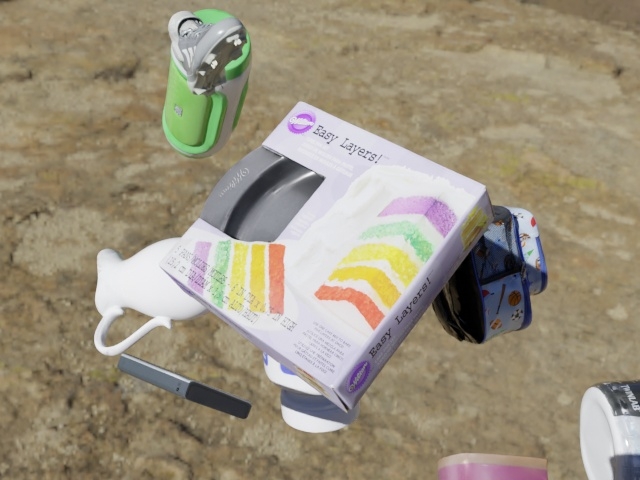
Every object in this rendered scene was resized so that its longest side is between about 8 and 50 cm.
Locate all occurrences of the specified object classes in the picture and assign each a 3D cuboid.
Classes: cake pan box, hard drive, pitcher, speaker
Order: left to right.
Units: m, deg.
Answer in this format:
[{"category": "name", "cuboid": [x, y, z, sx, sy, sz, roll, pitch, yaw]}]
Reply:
[{"category": "pitcher", "cuboid": [-0.248, 0.086, 1.264, 0.207, 0.125, 0.178, -6, 66, 26]}, {"category": "hard drive", "cuboid": [-0.153, 0.161, 0.927, 0.135, 0.022, 0.094, 9, -16, 45]}, {"category": "speaker", "cuboid": [-0.190, -0.244, 1.364, 0.131, 0.296, 0.131, 5, 68, -12]}, {"category": "cake pan box", "cuboid": [0.000, 0.000, 0.846, 0.267, 0.070, 0.246, 32, 73, 34]}]

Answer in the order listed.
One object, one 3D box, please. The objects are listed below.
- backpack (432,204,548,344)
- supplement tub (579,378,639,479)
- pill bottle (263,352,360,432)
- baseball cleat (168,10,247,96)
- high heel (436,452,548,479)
[{"category": "backpack", "cuboid": [0.299, 0.057, 1.583, 0.213, 0.263, 0.276, -9, 9, -11]}, {"category": "supplement tub", "cuboid": [0.611, 0.320, 1.345, 0.338, 0.207, 0.207, -3, 30, -1]}, {"category": "pill bottle", "cuboid": [-0.006, 0.116, 1.144, 0.152, 0.272, 0.152, -3, 19, 1]}, {"category": "baseball cleat", "cuboid": [-0.152, -0.249, 1.044, 0.072, 0.109, 0.206, -30, 0, -22]}, {"category": "high heel", "cuboid": [0.258, 0.269, 0.616, 0.377, 0.127, 0.181, 6, 63, -6]}]
